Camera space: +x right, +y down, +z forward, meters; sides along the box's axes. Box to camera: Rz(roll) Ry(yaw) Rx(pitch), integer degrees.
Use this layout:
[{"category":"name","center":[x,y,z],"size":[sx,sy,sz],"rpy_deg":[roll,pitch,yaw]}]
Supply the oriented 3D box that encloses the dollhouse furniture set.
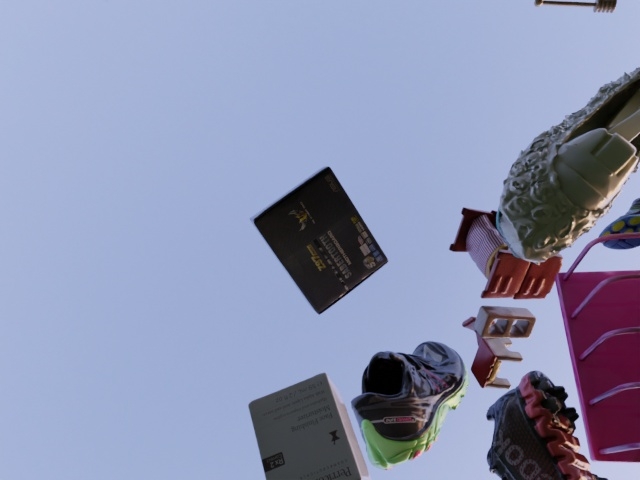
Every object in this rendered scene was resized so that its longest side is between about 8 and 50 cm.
[{"category":"dollhouse furniture set","center":[0.383,0.137,1.121],"size":[0.152,0.201,0.375],"rpy_deg":[4,-62,-10]}]

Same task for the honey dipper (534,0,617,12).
[{"category":"honey dipper","center":[0.539,-0.504,1.029],"size":[0.160,0.030,0.031],"rpy_deg":[9,-89,11]}]

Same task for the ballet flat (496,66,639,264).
[{"category":"ballet flat","center":[0.399,-0.138,0.689],"size":[0.147,0.147,0.409],"rpy_deg":[46,-113,0]}]

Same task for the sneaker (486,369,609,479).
[{"category":"sneaker","center":[0.301,0.320,0.643],"size":[0.097,0.276,0.135],"rpy_deg":[32,-56,-32]}]

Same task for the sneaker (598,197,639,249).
[{"category":"sneaker","center":[0.646,-0.044,0.968],"size":[0.188,0.078,0.067],"rpy_deg":[-38,-94,6]}]

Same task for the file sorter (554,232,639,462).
[{"category":"file sorter","center":[0.481,0.147,0.673],"size":[0.201,0.182,0.291],"rpy_deg":[-3,-117,9]}]

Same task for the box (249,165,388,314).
[{"category":"box","center":[0.000,0.000,0.954],"size":[0.183,0.059,0.233],"rpy_deg":[-35,-76,-9]}]

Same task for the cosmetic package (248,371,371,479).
[{"category":"cosmetic package","center":[-0.016,0.359,0.843],"size":[0.151,0.151,0.184],"rpy_deg":[-23,-123,0]}]

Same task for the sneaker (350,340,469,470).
[{"category":"sneaker","center":[0.220,0.334,1.162],"size":[0.185,0.482,0.202],"rpy_deg":[-33,-95,27]}]
